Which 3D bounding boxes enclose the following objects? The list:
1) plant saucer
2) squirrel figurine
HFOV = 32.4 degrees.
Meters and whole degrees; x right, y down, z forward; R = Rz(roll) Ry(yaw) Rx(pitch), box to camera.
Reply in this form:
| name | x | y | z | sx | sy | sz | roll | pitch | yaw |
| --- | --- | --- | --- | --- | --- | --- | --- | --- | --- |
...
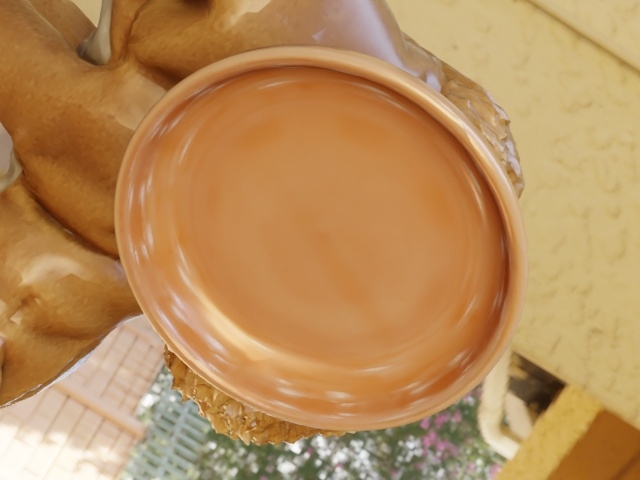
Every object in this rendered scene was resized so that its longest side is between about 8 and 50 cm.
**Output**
| name | x | y | z | sx | sy | sz | roll | pitch | yaw |
| --- | --- | --- | --- | --- | --- | --- | --- | --- | --- |
| plant saucer | 0.000 | 0.000 | 0.524 | 0.200 | 0.200 | 0.037 | -55 | -177 | 32 |
| squirrel figurine | -0.089 | -0.010 | 0.716 | 0.370 | 0.397 | 0.281 | -50 | -174 | 0 |
